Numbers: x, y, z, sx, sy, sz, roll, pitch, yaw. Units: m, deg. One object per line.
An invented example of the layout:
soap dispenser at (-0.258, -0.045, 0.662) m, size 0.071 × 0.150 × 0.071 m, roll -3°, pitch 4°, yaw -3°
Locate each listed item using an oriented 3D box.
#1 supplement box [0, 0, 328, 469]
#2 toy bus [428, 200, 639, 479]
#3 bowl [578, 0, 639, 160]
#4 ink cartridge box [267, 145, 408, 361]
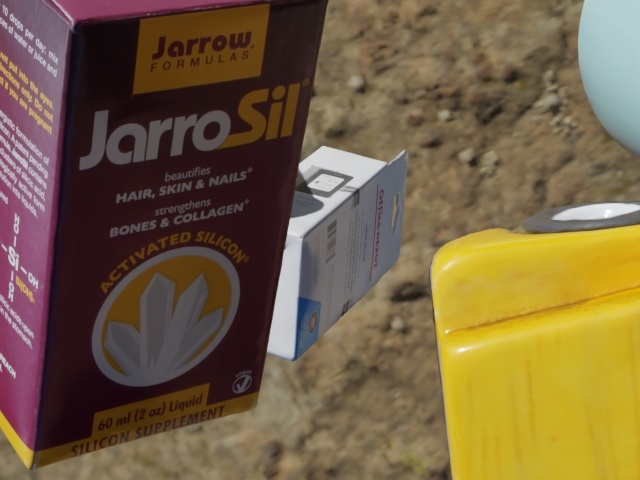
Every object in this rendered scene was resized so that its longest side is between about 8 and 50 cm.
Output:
supplement box at (-0.073, -0.020, 0.579) m, size 0.081 × 0.104 × 0.188 m, roll 43°, pitch 134°, yaw 41°
toy bus at (0.200, 0.036, 0.433) m, size 0.332 × 0.130 × 0.108 m, roll -6°, pitch 97°, yaw 4°
bowl at (0.379, -0.141, 1.261) m, size 0.311 × 0.163 × 0.311 m, roll -2°, pitch 124°, yaw -3°
ink cartridge box at (0.000, 0.000, 1.154) m, size 0.060 × 0.180 × 0.104 m, roll 16°, pitch 119°, yaw 22°
